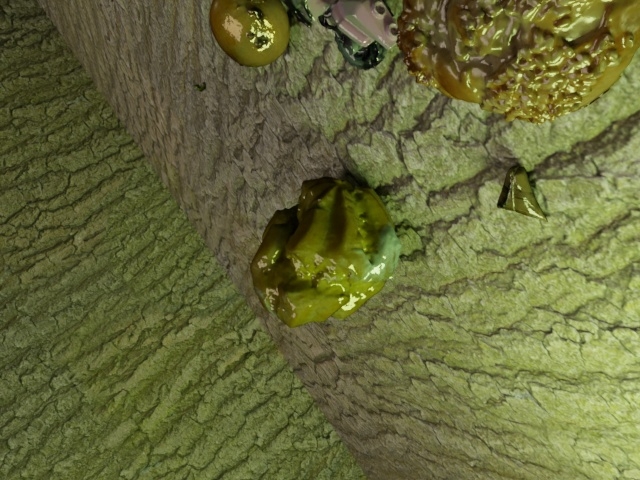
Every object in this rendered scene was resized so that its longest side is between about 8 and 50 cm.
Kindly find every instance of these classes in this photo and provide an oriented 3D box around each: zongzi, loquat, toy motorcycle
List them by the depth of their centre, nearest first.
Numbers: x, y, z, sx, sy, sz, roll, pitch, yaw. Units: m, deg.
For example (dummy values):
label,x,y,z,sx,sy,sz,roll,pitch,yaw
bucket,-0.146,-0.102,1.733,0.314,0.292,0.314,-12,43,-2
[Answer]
label,x,y,z,sx,sy,sz,roll,pitch,yaw
toy motorcycle,0.016,-0.424,0.769,0.327,0.143,0.188,53,158,-13
zongzi,0.324,-0.071,0.777,0.083,0.040,0.076,28,140,26
loquat,-0.143,-0.448,1.025,0.172,0.149,0.204,47,160,-5

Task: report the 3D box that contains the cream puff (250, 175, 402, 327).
label,x,y,z,sx,sy,sz,roll,pitch,yaw
cream puff,0.000,0.000,1.156,0.378,0.378,0.276,22,140,52

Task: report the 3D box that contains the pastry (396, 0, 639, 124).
label,x,y,z,sx,sy,sz,roll,pitch,yaw
pastry,0.205,-0.266,0.586,0.310,0.161,0.255,39,154,37

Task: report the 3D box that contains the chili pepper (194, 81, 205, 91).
label,x,y,z,sx,sy,sz,roll,pitch,yaw
chili pepper,-0.392,-0.498,1.621,0.083,0.017,0.030,24,141,52
